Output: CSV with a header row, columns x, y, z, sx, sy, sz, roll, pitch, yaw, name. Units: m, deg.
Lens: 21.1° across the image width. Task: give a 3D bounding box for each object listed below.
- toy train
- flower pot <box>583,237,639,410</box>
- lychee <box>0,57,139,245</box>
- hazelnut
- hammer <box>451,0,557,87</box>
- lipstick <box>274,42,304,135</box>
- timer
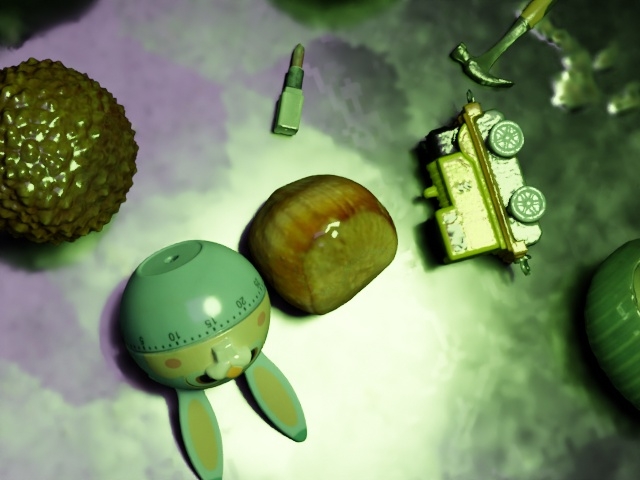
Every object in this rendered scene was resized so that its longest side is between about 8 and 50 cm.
x,y,z,sx,sy,sz,roll,pitch,yaw,name
0.176,-0.058,1.919,0.127,0.089,0.219,-17,85,-3,toy train
0.401,0.106,1.900,0.189,0.157,0.243,-41,91,-13,flower pot
-0.284,-0.093,1.778,0.200,0.238,0.200,4,116,8,lychee
0.000,0.000,1.859,0.150,0.150,0.150,2,80,-11,hazelnut
0.244,-0.255,1.997,0.078,0.021,0.201,45,76,-2,hammer
-0.030,-0.172,1.927,0.025,0.025,0.107,12,72,-10,lipstick
-0.109,0.122,1.793,0.175,0.175,0.255,-26,88,-14,timer
